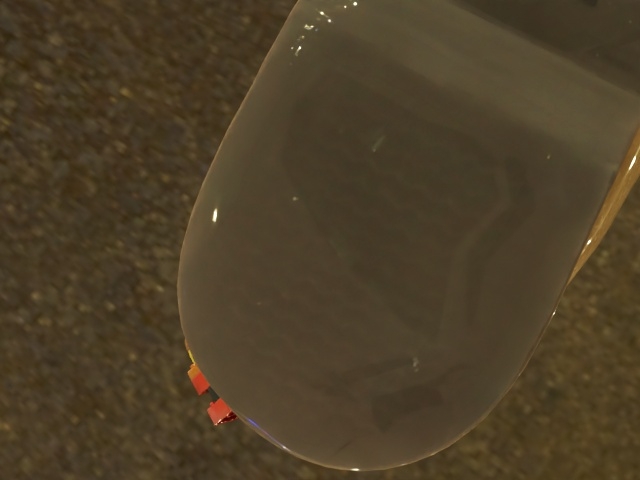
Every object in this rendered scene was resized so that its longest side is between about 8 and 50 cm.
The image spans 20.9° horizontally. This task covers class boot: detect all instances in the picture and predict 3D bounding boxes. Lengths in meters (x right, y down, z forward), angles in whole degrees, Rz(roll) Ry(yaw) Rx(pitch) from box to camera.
[{"bbox_3d":[0.074,-0.093,0.400,0.305,0.112,0.115,-56,173,12],"label":"boot"}]

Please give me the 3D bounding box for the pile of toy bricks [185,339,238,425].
[{"bbox_3d":[0.000,0.000,0.902,0.118,0.105,0.212,-10,154,-46],"label":"pile of toy bricks"}]
